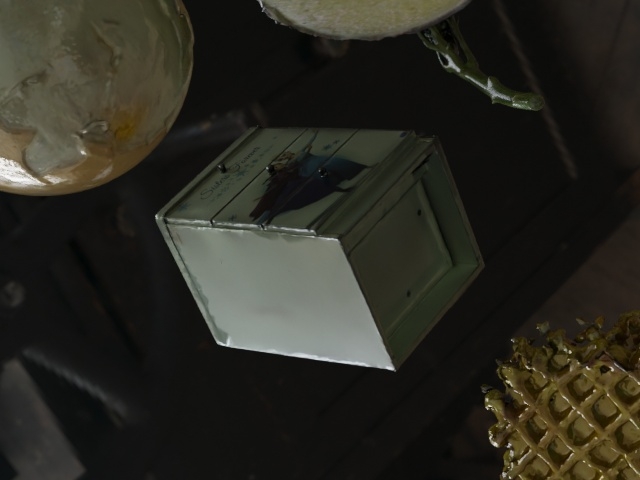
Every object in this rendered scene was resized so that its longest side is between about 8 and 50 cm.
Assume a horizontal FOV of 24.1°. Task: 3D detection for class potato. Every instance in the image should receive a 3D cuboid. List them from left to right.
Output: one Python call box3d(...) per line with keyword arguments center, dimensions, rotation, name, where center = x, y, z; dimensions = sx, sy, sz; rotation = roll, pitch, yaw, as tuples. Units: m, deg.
box3d(center=(0.032, -0.224, 0.977), dimensions=(0.182, 0.202, 0.117), rotation=(-26, 68, 26), name="potato")

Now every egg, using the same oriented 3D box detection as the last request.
box3d(center=(-0.207, -0.132, 1.041), dimensions=(0.244, 0.201, 0.201), rotation=(9, 127, 52), name="egg")

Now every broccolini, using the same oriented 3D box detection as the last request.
box3d(center=(0.115, -0.135, 1.109), dimensions=(0.194, 0.054, 0.052), rotation=(53, 158, 45), name="broccolini")

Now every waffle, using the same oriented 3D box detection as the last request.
box3d(center=(0.228, 0.147, 1.174), dimensions=(0.193, 0.070, 0.197), rotation=(-9, 108, 30), name="waffle")

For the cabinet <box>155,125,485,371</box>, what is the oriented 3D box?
box3d(center=(0.000, 0.000, 1.268), dimensions=(0.206, 0.145, 0.150), rotation=(5, 129, 42), name="cabinet")
